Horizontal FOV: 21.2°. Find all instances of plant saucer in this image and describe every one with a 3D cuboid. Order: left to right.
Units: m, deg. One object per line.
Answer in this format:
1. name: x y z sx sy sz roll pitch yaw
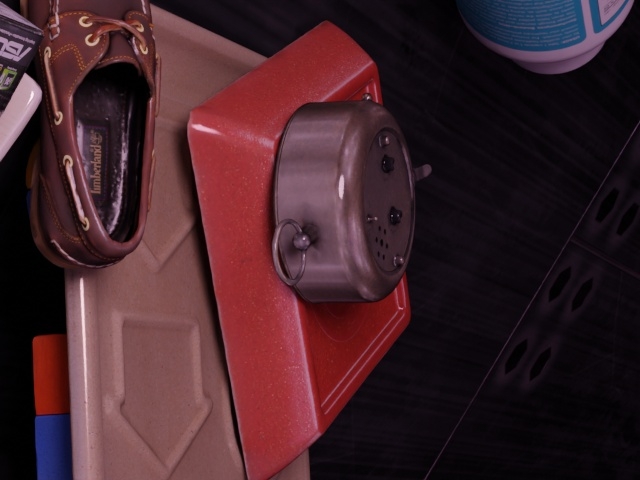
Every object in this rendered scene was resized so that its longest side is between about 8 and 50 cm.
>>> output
1. plant saucer: 0.000 0.000 1.181 0.259 0.047 0.258 -44 129 -60

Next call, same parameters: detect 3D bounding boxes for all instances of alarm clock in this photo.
1. alarm clock: 0.013 -0.018 1.074 0.192 0.064 0.129 -40 126 -59

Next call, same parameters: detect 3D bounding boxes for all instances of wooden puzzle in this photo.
1. wooden puzzle: -0.098 0.042 1.107 0.322 0.080 0.348 13 77 -67

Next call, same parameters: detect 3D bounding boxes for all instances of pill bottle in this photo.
1. pill bottle: 0.163 -0.230 1.291 0.146 0.146 0.264 -51 154 -13

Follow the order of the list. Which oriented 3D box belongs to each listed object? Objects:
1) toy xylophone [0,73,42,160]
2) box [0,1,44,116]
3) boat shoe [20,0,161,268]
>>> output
1. toy xylophone: -0.235 -0.120 0.774 0.236 0.081 0.322 -59 155 3
2. box: -0.224 -0.039 0.739 0.184 0.045 0.190 -58 156 8
3. boat shoe: -0.117 -0.088 0.925 0.073 0.073 0.207 0 83 -30
